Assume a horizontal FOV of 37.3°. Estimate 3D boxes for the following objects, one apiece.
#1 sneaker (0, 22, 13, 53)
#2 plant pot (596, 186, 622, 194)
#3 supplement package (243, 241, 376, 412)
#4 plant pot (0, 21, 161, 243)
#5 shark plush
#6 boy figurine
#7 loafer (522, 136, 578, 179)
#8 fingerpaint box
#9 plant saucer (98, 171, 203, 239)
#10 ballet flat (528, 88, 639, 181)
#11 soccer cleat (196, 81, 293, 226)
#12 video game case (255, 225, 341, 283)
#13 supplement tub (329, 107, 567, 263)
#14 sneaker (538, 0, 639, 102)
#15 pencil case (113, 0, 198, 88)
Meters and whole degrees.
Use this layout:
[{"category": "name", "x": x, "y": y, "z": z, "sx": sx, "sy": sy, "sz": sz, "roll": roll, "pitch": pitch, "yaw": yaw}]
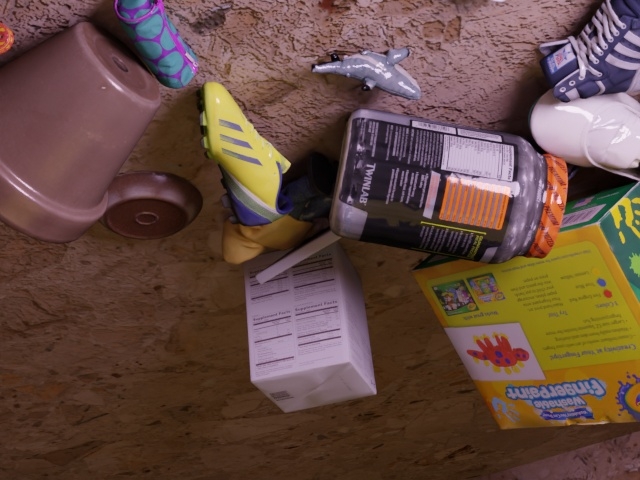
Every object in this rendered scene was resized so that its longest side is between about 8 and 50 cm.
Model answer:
[{"category": "sneaker", "x": -0.480, "y": -0.252, "z": 1.257, "sx": 0.175, "sy": 0.064, "sz": 0.067, "roll": -10, "pitch": 171, "yaw": 16}, {"category": "plant pot", "x": 0.663, "y": 0.015, "z": 1.766, "sx": 0.255, "sy": 0.271, "sz": 0.271, "roll": -12, "pitch": 154, "yaw": -24}, {"category": "supplement package", "x": -0.022, "y": 0.170, "z": 1.866, "sx": 0.198, "sy": 0.262, "sz": 0.199, "roll": -13, "pitch": 149, "yaw": 12}, {"category": "plant pot", "x": -0.344, "y": -0.166, "z": 1.275, "sx": 0.229, "sy": 0.263, "sz": 0.263, "roll": -40, "pitch": 140, "yaw": 16}, {"category": "shark plush", "x": 0.069, "y": -0.242, "z": 1.361, "sx": 0.161, "sy": 0.067, "sz": 0.073, "roll": 12, "pitch": 146, "yaw": -30}, {"category": "boy figurine", "x": -0.067, "y": -0.041, "z": 1.663, "sx": 0.177, "sy": 0.092, "sz": 0.285, "roll": 15, "pitch": 145, "yaw": -40}, {"category": "loafer", "x": 0.281, "y": -0.110, "z": 1.605, "sx": 0.303, "sy": 0.109, "sz": 0.095, "roll": -17, "pitch": 145, "yaw": 22}, {"category": "fingerpaint box", "x": 0.436, "y": 0.135, "z": 1.687, "sx": 0.163, "sy": 0.371, "sz": 0.445, "roll": -36, "pitch": -170, "yaw": -36}, {"category": "plant saucer", "x": -0.304, "y": -0.051, "z": 1.653, "sx": 0.199, "sy": 0.036, "sz": 0.198, "roll": -6, "pitch": 151, "yaw": -3}, {"category": "ballet flat", "x": 0.507, "y": -0.153, "z": 1.526, "sx": 0.400, "sy": 0.139, "sz": 0.139, "roll": 15, "pitch": 144, "yaw": -37}, {"category": "soccer cleat", "x": -0.113, "y": -0.136, "z": 1.460, "sx": 0.121, "sy": 0.093, "sz": 0.289, "roll": -11, "pitch": 137, "yaw": 4}, {"category": "video game case", "x": 0.000, "y": 0.000, "z": 1.701, "sx": 0.201, "sy": 0.023, "sz": 0.183, "roll": -31, "pitch": -177, "yaw": 34}, {"category": "supplement tub", "x": 0.193, "y": -0.079, "z": 1.470, "sx": 0.338, "sy": 0.207, "sz": 0.207, "roll": 11, "pitch": 149, "yaw": -2}, {"category": "sneaker", "x": 0.391, "y": -0.287, "z": 1.319, "sx": 0.153, "sy": 0.099, "sz": 0.282, "roll": -10, "pitch": 153, "yaw": 3}, {"category": "pencil case", "x": -0.214, "y": -0.270, "z": 1.258, "sx": 0.070, "sy": 0.064, "sz": 0.151, "roll": 2, "pitch": 154, "yaw": 18}]
